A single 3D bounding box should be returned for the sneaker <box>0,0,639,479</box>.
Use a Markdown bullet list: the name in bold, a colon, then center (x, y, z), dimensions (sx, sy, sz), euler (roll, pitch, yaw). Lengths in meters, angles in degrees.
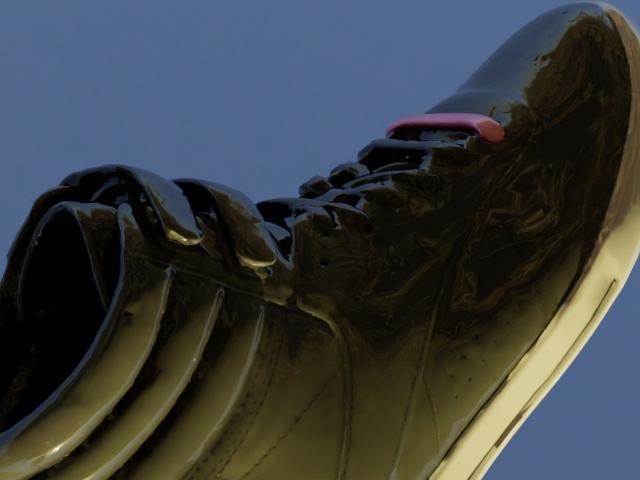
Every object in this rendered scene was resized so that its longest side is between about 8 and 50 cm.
- **sneaker**: center (0.000, 0.000, 0.611), dimensions (0.147, 0.104, 0.296), euler (47, -116, -27)
